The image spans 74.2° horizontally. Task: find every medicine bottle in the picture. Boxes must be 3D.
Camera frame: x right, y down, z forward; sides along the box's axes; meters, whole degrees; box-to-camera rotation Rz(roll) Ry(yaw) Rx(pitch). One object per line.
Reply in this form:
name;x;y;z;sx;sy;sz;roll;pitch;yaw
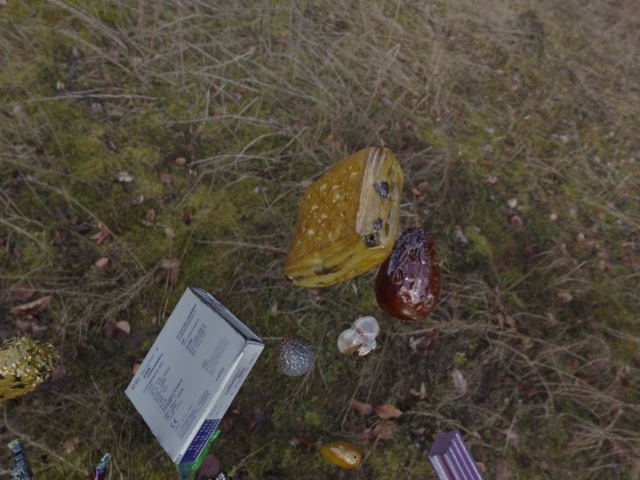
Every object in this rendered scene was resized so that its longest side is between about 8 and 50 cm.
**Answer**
medicine bottle;-0.195;0.191;0.637;0.171;0.201;0.052;28;-3;36

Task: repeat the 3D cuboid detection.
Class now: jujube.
jujube;0.221;0.077;1.035;0.167;0.168;0.237;22;68;-6

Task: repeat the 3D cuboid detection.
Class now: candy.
candy;-0.740;0.795;1.399;0.045;0.043;0.175;7;76;31

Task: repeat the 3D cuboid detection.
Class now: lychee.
lychee;-0.104;0.454;1.670;0.165;0.197;0.165;8;64;-17

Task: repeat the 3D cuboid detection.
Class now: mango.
mango;0.079;0.838;1.666;0.164;0.115;0.089;13;57;13

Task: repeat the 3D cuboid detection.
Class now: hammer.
hammer;-1.026;0.779;1.458;0.041;0.159;0.226;-28;34;-35

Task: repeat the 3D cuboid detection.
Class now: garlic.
garlic;0.145;0.361;1.570;0.174;0.099;0.124;-30;75;-1

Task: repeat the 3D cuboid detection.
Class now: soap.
soap;0.368;0.621;1.107;0.122;0.065;0.203;-19;80;-55

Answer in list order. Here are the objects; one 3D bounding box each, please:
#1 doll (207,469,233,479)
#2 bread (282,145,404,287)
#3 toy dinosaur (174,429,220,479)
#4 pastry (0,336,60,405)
doll;-0.374;0.879;1.439;0.091;0.219;0.067;36;5;11
bread;0.042;-0.031;0.716;0.099;0.235;0.211;28;57;-27
toy dinosaur;-0.502;0.859;1.572;0.143;0.374;0.501;11;76;0
pastry;-0.396;0.167;0.509;0.140;0.080;0.056;-33;53;5
